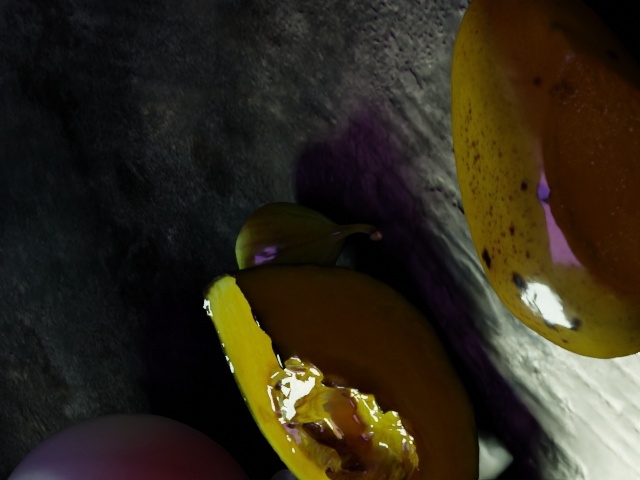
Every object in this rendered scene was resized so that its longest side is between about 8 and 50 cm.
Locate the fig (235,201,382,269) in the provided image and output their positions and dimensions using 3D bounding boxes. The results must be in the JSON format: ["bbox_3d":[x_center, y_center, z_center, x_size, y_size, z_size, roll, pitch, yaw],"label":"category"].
[{"bbox_3d":[-0.001,0.013,1.643,0.166,0.093,0.093,8,116,31],"label":"fig"}]

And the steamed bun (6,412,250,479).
[{"bbox_3d":[-0.180,0.317,1.864,0.309,0.309,0.309,28,129,42],"label":"steamed bun"}]

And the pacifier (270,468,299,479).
[{"bbox_3d":[-0.031,0.274,1.815,0.099,0.078,0.081,35,112,38],"label":"pacifier"}]

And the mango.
[{"bbox_3d":[0.178,-0.056,1.298,0.191,0.160,0.290,174,75,-78],"label":"mango"}]

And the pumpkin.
[{"bbox_3d":[0.031,0.145,1.630,0.312,0.148,0.169,58,158,10],"label":"pumpkin"}]
